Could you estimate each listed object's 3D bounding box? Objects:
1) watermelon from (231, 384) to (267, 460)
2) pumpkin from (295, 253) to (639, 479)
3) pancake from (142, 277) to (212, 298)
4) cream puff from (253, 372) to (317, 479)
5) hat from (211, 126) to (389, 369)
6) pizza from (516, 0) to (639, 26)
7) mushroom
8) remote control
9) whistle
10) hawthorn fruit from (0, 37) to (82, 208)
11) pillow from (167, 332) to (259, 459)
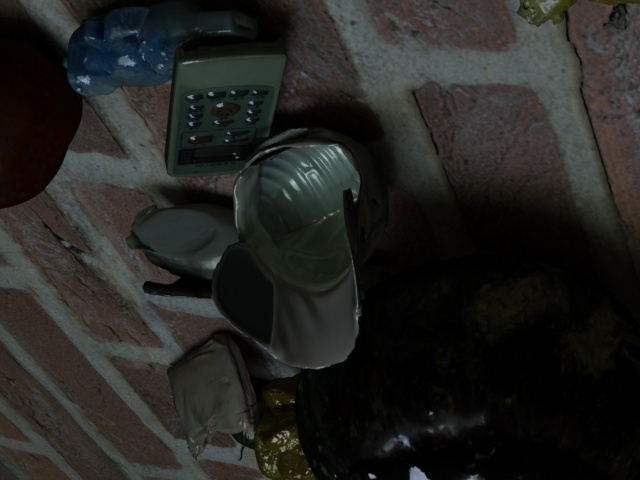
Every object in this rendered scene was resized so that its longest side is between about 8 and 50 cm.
[{"bbox_3d":[-0.105,0.302,2.303,0.105,0.133,0.105,28,163,9],"label":"watermelon"},{"bbox_3d":[0.196,0.198,1.701,0.454,0.344,0.454,4,159,1],"label":"pumpkin"},{"bbox_3d":[-0.172,0.051,1.928,0.184,0.020,0.190,0,-166,-26],"label":"pancake"},{"bbox_3d":[0.012,0.300,2.137,0.196,0.244,0.244,-4,143,19],"label":"cream puff"},{"bbox_3d":[-0.001,0.007,1.605,0.161,0.275,0.232,12,152,-41],"label":"hat"},{"bbox_3d":[0.212,-0.265,1.185,0.323,0.089,0.223,1,142,34],"label":"pizza"},{"bbox_3d":[-0.080,0.019,1.851,0.351,0.097,0.109,13,152,12],"label":"mushroom"},{"bbox_3d":[-0.110,-0.144,1.572,0.123,0.038,0.285,-6,160,-13],"label":"remote control"},{"bbox_3d":[-0.184,-0.213,1.536,0.269,0.093,0.180,-3,166,38],"label":"whistle"},{"bbox_3d":[-0.402,-0.124,1.676,0.208,0.248,0.208,12,146,8],"label":"hawthorn fruit"},{"bbox_3d":[-0.177,0.253,2.259,0.067,0.173,0.270,-7,164,-29],"label":"pillow"}]
